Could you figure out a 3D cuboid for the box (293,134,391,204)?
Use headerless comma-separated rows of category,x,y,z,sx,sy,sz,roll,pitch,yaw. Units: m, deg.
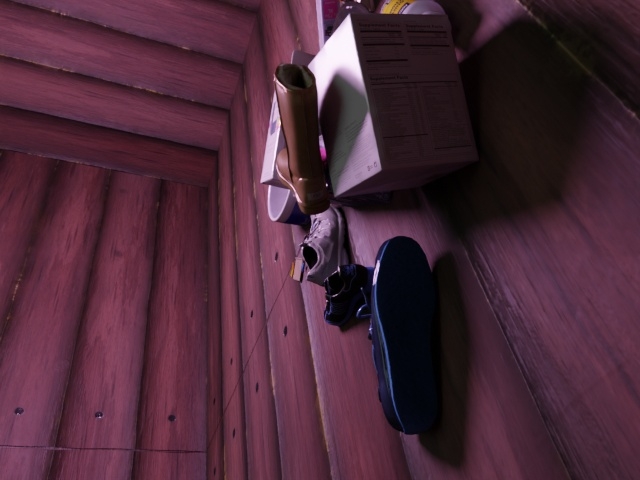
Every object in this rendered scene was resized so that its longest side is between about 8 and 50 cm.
box,0.050,-0.160,1.296,0.247,0.163,0.142,-178,96,-70

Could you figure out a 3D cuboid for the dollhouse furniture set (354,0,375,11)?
dollhouse furniture set,0.183,-0.676,1.161,0.303,0.173,0.356,-133,25,-56

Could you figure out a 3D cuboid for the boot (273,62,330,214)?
boot,-0.044,-0.216,1.075,0.236,0.089,0.270,-124,19,-47

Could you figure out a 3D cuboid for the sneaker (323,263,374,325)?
sneaker,0.041,0.126,1.296,0.232,0.090,0.082,122,150,-46

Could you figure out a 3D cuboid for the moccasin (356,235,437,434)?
moccasin,0.126,0.164,0.988,0.117,0.137,0.342,137,139,-66

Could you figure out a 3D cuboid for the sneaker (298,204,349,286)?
sneaker,0.000,0.000,1.429,0.281,0.115,0.105,-101,28,-44

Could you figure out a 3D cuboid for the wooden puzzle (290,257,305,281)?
wooden puzzle,-0.068,0.090,1.728,0.116,0.014,0.079,-156,72,-70

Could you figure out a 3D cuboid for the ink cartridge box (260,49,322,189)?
ink cartridge box,-0.029,-0.315,1.520,0.119,0.207,0.354,177,103,-68

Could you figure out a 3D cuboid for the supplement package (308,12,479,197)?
supplement package,0.123,-0.235,0.992,0.199,0.197,0.263,158,102,-67

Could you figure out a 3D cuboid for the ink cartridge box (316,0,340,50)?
ink cartridge box,0.025,-0.611,1.612,0.311,0.065,0.186,87,176,-50

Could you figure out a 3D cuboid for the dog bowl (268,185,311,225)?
dog bowl,-0.080,-0.182,1.748,0.265,0.104,0.265,-170,90,-70

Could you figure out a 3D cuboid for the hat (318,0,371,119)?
hat,0.100,-0.394,1.317,0.331,0.133,0.332,-175,90,-68

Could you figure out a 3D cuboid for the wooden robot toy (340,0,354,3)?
wooden robot toy,0.059,-0.762,1.673,0.076,0.078,0.173,120,152,-44

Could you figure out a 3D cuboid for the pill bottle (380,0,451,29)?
pill bottle,0.194,-0.440,1.122,0.184,0.103,0.103,-114,38,-57
